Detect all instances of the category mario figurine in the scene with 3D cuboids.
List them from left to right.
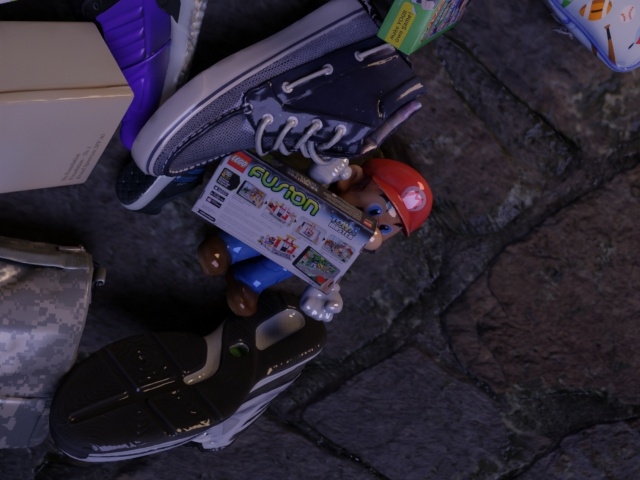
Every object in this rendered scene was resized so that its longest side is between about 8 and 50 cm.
[{"bbox_3d":[0.000,0.000,1.237,0.321,0.170,0.198,-25,159,12],"label":"mario figurine"}]

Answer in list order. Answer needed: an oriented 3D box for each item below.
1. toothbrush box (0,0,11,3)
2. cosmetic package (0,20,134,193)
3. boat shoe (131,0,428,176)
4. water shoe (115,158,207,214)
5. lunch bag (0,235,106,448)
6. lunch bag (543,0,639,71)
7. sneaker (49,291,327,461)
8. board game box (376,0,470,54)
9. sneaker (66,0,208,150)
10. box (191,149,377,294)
[{"bbox_3d":[-0.234,-0.331,0.823,0.283,0.206,0.122,-20,144,-24],"label":"toothbrush box"},{"bbox_3d":[-0.362,-0.126,0.915,0.309,0.113,0.160,-14,155,-43],"label":"cosmetic package"},{"bbox_3d":[-0.036,-0.139,1.056,0.340,0.158,0.127,-35,167,-11],"label":"boat shoe"},{"bbox_3d":[-0.171,-0.110,1.183,0.203,0.073,0.080,-35,158,10],"label":"water shoe"},{"bbox_3d":[-0.450,0.104,1.163,0.305,0.212,0.256,12,121,-29],"label":"lunch bag"},{"bbox_3d":[0.396,-0.359,1.111,0.303,0.115,0.243,-44,129,18],"label":"lunch bag"},{"bbox_3d":[-0.192,0.249,1.306,0.447,0.169,0.257,-18,145,-46],"label":"sneaker"},{"bbox_3d":[0.181,-0.362,0.988,0.046,0.213,0.317,34,119,8],"label":"board game box"},{"bbox_3d":[-0.214,-0.234,1.043,0.146,0.102,0.293,18,131,-7],"label":"sneaker"},{"bbox_3d":[-0.045,-0.031,1.163,0.207,0.036,0.114,33,117,-7],"label":"box"}]
